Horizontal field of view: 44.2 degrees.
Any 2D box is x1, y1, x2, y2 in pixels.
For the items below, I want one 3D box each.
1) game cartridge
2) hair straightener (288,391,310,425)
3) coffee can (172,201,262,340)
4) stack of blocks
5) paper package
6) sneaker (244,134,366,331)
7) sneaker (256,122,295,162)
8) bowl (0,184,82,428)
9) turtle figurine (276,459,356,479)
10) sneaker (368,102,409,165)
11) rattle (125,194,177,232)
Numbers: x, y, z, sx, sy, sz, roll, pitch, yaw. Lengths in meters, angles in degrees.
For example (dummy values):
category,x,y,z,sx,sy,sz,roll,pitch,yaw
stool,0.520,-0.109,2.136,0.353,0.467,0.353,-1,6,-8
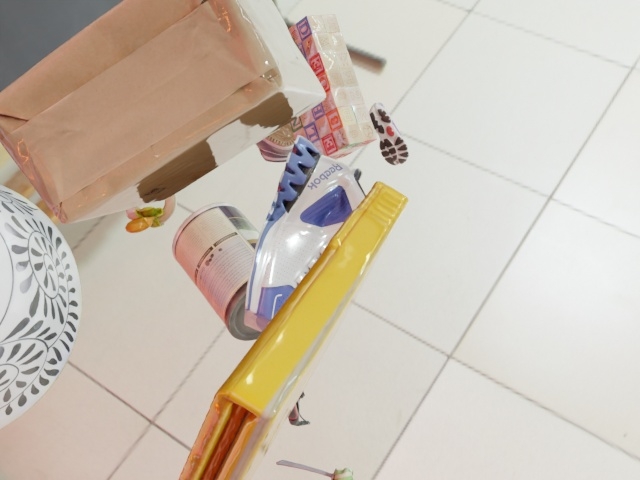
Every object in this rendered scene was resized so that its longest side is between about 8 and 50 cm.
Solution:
category,x,y,z,sx,sy,sz,roll,pitch,yaw
game cartridge,-0.033,0.120,0.746,0.053,0.285,0.323,29,41,4
hair straightener,-0.046,0.262,1.456,0.047,0.230,0.089,-1,44,17
coffee can,-0.196,0.069,1.841,0.201,0.201,0.275,-34,54,-13
stack of blocks,-0.001,-0.333,1.770,0.087,0.171,0.297,-16,87,-39
paper package,-0.176,-0.172,0.956,0.309,0.325,0.168,-30,93,13
sneaker,0.000,-0.001,1.222,0.182,0.127,0.315,18,72,-1
sneaker,-0.179,-0.309,2.108,0.282,0.153,0.099,35,77,10
bowl,-0.220,0.028,0.434,0.170,0.080,0.170,5,72,-15
turtle figurine,0.050,0.500,1.430,0.266,0.275,0.197,6,83,-35
sneaker,0.173,-0.266,1.944,0.068,0.170,0.071,-16,26,20
rattle,-0.400,-0.127,1.817,0.130,0.143,0.199,26,103,22
